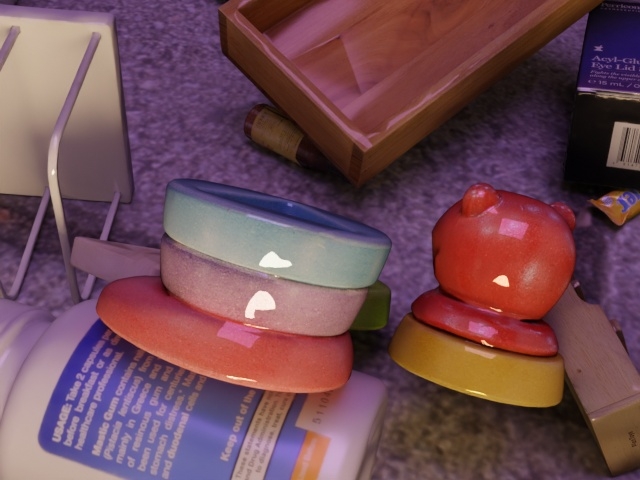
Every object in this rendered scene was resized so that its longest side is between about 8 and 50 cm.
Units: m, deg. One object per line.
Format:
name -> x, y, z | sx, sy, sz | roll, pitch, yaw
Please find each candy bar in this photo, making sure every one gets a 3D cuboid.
candy bar -> 0.329, -0.056, 0.907 | 0.161, 0.018, 0.040 | -27, 53, -28

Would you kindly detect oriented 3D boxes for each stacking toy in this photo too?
stacking toy -> 0.000, 0.000, 0.618 | 0.309, 0.130, 0.279 | 9, 8, -38

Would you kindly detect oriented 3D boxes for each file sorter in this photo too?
file sorter -> -0.310, -0.064, 0.734 | 0.277, 0.193, 0.173 | 4, 46, -1

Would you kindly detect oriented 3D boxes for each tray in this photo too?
tray -> 0.123, -0.248, 0.912 | 0.411, 0.076, 0.203 | -37, 71, -20

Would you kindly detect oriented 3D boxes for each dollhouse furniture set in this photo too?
dollhouse furniture set -> 0.286, 0.040, 0.672 | 0.242, 0.212, 0.161 | -25, 47, 8

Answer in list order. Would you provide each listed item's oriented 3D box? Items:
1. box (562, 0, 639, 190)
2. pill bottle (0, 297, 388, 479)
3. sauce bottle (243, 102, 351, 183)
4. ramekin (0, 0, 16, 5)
box -> 0.333, -0.148, 0.919 | 0.153, 0.108, 0.207 | 8, 40, 14
pill bottle -> -0.105, 0.124, 0.584 | 0.272, 0.152, 0.152 | 16, 45, 10
sauce bottle -> -0.016, -0.093, 0.896 | 0.128, 0.042, 0.042 | 31, 50, 24
ramekin -> -0.475, -0.330, 1.032 | 0.277, 0.135, 0.277 | 3, 44, -3
